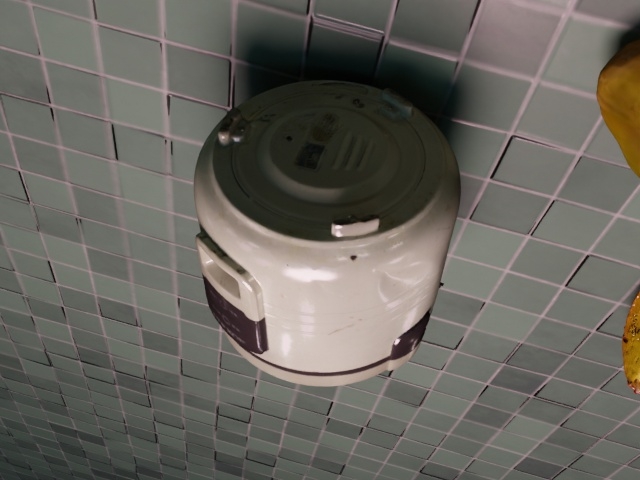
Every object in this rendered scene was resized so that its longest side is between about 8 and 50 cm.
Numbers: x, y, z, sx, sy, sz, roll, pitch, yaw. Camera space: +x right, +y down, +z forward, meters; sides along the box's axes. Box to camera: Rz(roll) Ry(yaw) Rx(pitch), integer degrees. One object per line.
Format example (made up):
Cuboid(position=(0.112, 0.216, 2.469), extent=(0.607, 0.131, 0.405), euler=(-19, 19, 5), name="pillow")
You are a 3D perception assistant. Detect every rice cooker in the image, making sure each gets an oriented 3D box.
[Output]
Cuboid(position=(0.000, 0.000, 0.619), extent=(0.226, 0.225, 0.244), euler=(11, 145, 8), name="rice cooker")

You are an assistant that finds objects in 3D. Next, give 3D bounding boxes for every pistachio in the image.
Cuboid(position=(0.285, -0.073, 0.506), extent=(0.190, 0.100, 0.110), euler=(18, 140, -3), name="pistachio")

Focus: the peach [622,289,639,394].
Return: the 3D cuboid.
Cuboid(position=(0.360, 0.083, 0.689), extent=(0.127, 0.092, 0.172), euler=(-6, 126, 21), name="peach")
